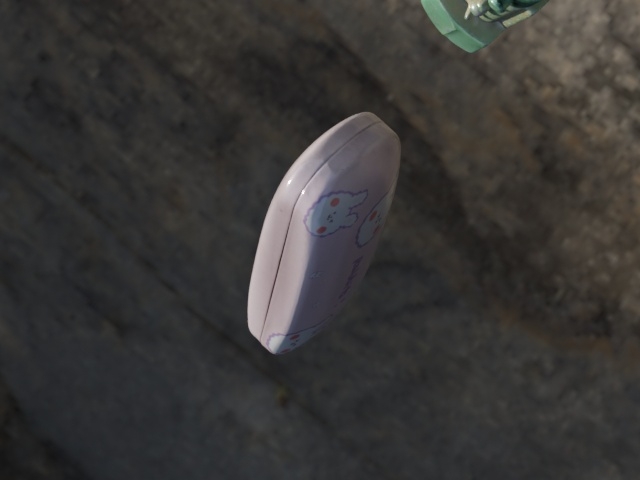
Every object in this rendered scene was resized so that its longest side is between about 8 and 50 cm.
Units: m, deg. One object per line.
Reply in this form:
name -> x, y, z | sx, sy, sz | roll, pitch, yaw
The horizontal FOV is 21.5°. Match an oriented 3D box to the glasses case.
glasses case -> 0.000, 0.000, 1.428 | 0.075, 0.113, 0.297 | 42, 151, 14

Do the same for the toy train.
toy train -> 0.150, -0.201, 1.230 | 0.081, 0.125, 0.194 | 47, 173, -6
